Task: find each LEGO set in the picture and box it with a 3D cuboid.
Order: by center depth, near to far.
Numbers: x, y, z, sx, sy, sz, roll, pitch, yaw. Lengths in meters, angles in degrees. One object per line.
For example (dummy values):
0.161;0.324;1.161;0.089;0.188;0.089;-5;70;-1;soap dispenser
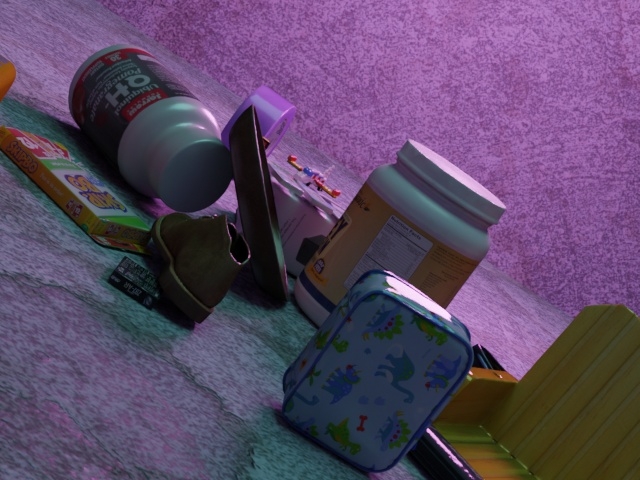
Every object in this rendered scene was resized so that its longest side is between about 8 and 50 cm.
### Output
-0.030;-0.118;2.321;0.182;0.060;0.244;31;10;-31;LEGO set

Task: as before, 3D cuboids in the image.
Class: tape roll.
-0.136;-0.219;2.738;0.080;0.189;0.189;36;10;6;tape roll

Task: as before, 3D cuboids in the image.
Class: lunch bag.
0.069;0.160;1.604;0.176;0.219;0.090;31;18;-10;lunch bag

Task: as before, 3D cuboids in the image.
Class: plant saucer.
-0.097;-0.054;2.068;0.050;0.310;0.310;-10;15;-1;plant saucer

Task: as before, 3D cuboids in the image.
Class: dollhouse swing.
0.382;0.260;1.907;0.347;0.305;0.315;42;12;28;dollhouse swing

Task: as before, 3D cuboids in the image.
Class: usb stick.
0.184;0.314;1.752;0.077;0.045;0.278;23;15;-45;usb stick

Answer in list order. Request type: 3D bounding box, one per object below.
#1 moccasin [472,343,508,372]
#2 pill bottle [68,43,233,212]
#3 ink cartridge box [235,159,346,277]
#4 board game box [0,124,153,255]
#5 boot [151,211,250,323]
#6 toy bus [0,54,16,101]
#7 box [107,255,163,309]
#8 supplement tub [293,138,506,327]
0.345;0.296;2.135;0.342;0.116;0.138;37;11;11;moccasin
-0.269;-0.177;2.165;0.176;0.176;0.318;25;14;-45;pill bottle
0.000;0.000;2.364;0.289;0.121;0.211;32;11;-12;ink cartridge box
-0.339;-0.069;1.872;0.259;0.039;0.124;44;14;28;board game box
-0.154;0.011;1.809;0.112;0.115;0.305;44;4;-20;boot
-0.500;-0.216;1.804;0.130;0.108;0.332;34;10;-10;toy bus
-0.231;0.053;1.696;0.067;0.018;0.083;34;10;-7;box
0.128;0.019;2.143;0.228;0.316;0.228;34;10;-7;supplement tub
